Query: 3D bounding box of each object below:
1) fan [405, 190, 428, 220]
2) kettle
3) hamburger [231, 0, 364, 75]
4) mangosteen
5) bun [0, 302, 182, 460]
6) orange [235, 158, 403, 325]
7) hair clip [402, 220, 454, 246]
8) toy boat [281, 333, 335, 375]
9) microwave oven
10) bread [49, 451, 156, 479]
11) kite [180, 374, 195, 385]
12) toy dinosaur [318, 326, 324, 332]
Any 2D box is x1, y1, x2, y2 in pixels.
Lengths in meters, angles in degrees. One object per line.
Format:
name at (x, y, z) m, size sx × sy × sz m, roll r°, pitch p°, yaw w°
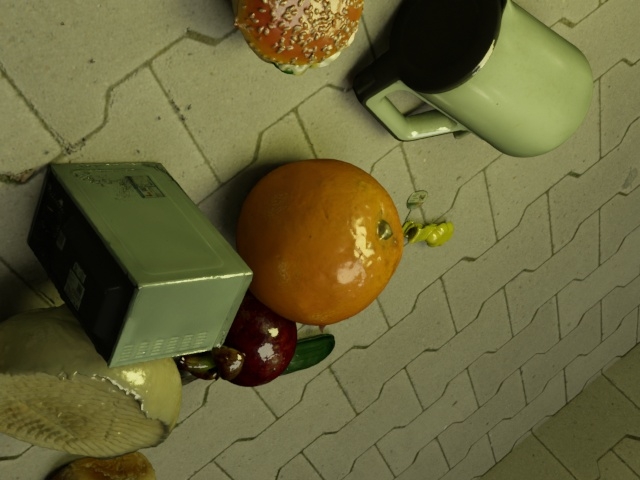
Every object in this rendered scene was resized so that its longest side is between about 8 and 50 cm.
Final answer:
fan at (0.216, -0.083, 2.158) m, size 0.060 × 0.003 × 0.080 m, roll -26°, pitch 143°, yaw -23°
kettle at (0.272, -0.301, 1.810) m, size 0.361 × 0.250 × 0.376 m, roll -27°, pitch 153°, yaw 30°
hamburger at (-0.031, -0.367, 1.454) m, size 0.237 × 0.147 × 0.237 m, roll -27°, pitch 141°, yaw -25°
mangosteen at (-0.170, 0.184, 1.852) m, size 0.257 × 0.215 × 0.215 m, roll -17°, pitch 139°, yaw -41°
bun at (-0.404, 0.214, 1.604) m, size 0.364 × 0.202 × 0.364 m, roll 4°, pitch 147°, yaw 3°
orange at (0.000, 0.000, 1.757) m, size 0.312 × 0.312 × 0.312 m, roll -28°, pitch 144°, yaw -23°
hair clip at (0.256, -0.019, 2.234) m, size 0.173 × 0.046 × 0.072 m, roll 6°, pitch 127°, yaw -52°
toy boat at (-0.043, 0.263, 2.230) m, size 0.210 × 0.052 × 0.104 m, roll -10°, pitch 132°, yaw -42°
microwave oven at (-0.288, 0.034, 1.493) m, size 0.237 × 0.295 × 0.181 m, roll -6°, pitch 133°, yaw -43°
bread at (-0.446, 0.558, 2.020) m, size 0.246 × 0.176 × 0.195 m, roll 4°, pitch 127°, yaw -48°
kite at (-0.287, 0.274, 1.942) m, size 0.229 × 0.012 × 0.250 m, roll -14°, pitch 166°, yaw -6°
toy dinosaur at (0.022, 0.120, 2.156) m, size 0.108 × 0.032 × 0.220 m, roll -14°, pitch 127°, yaw -32°
